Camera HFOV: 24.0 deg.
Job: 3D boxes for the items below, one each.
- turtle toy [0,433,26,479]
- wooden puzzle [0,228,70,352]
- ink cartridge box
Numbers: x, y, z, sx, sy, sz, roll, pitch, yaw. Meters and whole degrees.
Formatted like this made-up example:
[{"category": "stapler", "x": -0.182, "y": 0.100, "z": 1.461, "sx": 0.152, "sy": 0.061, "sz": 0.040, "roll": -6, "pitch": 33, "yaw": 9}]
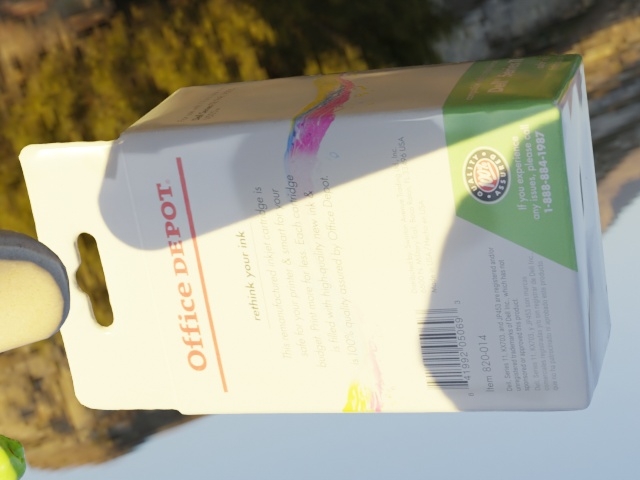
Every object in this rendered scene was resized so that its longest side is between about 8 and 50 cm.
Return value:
[{"category": "turtle toy", "x": -0.292, "y": 0.205, "z": 1.264, "sx": 0.130, "sy": 0.095, "sz": 0.066, "roll": -38, "pitch": -179, "yaw": 44}, {"category": "wooden puzzle", "x": -0.330, "y": 0.012, "z": 0.606, "sx": 0.322, "sy": 0.081, "sz": 0.347, "roll": -18, "pitch": 160, "yaw": 38}, {"category": "ink cartridge box", "x": 0.000, "y": 0.000, "z": 0.989, "sx": 0.353, "sy": 0.207, "sz": 0.119, "roll": -2, "pitch": -159, "yaw": 18}]
